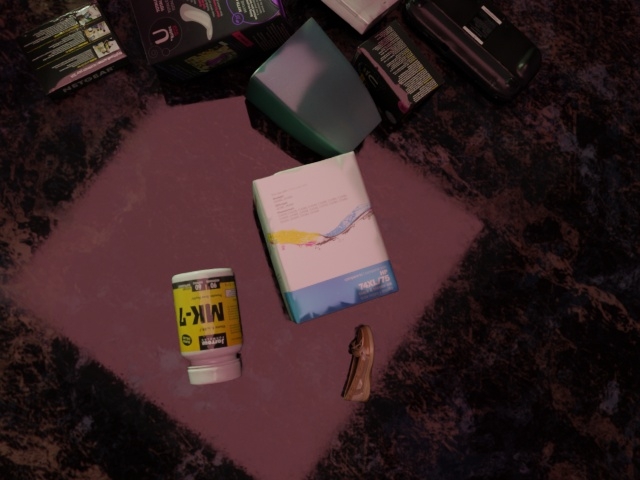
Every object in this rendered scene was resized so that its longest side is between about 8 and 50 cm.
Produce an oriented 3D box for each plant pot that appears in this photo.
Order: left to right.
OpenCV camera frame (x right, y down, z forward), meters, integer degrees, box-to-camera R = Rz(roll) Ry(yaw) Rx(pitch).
[{"bbox_3d":[-0.006,-0.277,1.276,0.234,0.165,0.166,45,81,-7],"label":"plant pot"}]

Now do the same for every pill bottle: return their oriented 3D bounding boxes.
[{"bbox_3d":[-0.213,0.163,1.226,0.119,0.119,0.208,-8,85,-7],"label":"pill bottle"}]

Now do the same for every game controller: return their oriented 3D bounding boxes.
[{"bbox_3d":[0.331,-0.444,1.384,0.319,0.067,0.166,42,67,-1],"label":"game controller"}]

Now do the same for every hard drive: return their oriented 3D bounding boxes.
[{"bbox_3d":[0.014,-0.562,1.311,0.307,0.040,0.203,40,44,-1],"label":"hard drive"}]

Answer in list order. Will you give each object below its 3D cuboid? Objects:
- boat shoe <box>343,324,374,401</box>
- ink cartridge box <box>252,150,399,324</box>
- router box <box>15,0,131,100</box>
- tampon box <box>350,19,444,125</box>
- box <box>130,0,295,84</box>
[{"bbox_3d":[0.076,0.245,1.282,0.048,0.056,0.153,5,91,-10],"label":"boat shoe"},{"bbox_3d":[0.000,0.000,1.225,0.197,0.198,0.270,-17,87,-7],"label":"ink cartridge box"},{"bbox_3d":[-0.495,-0.381,1.287,0.179,0.046,0.133,-28,88,-8],"label":"router box"},{"bbox_3d":[0.153,-0.340,1.315,0.101,0.120,0.161,-38,89,-9],"label":"tampon box"},{"bbox_3d":[-0.206,-0.439,1.246,0.270,0.143,0.165,-17,86,8],"label":"box"}]
